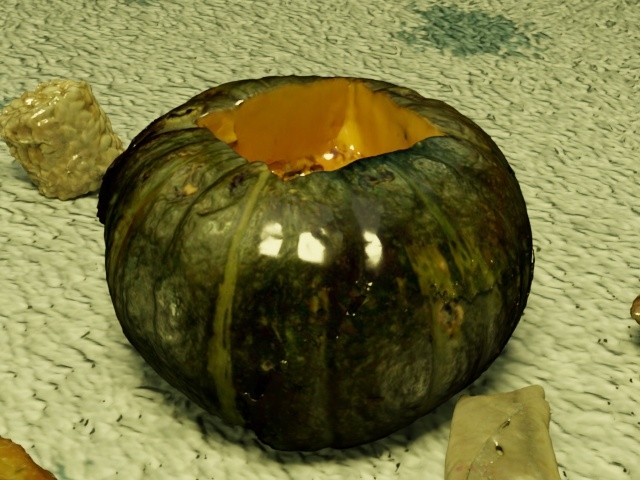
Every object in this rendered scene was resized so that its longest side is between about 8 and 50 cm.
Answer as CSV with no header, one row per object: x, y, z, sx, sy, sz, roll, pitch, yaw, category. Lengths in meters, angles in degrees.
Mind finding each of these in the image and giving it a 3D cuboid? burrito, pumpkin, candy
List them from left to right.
-0.237,-0.092,1.103,0.095,0.110,0.085,-31,41,-19,candy
0.000,0.000,0.853,0.321,0.192,0.320,2,29,-1,pumpkin
0.108,0.158,0.712,0.087,0.060,0.226,-3,31,10,burrito

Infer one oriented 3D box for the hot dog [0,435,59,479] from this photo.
-0.235,0.161,0.635,0.196,0.122,0.272,10,18,-41,hot dog

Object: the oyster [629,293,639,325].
0.292,0.097,0.753,0.198,0.133,0.337,-10,29,-14,oyster
